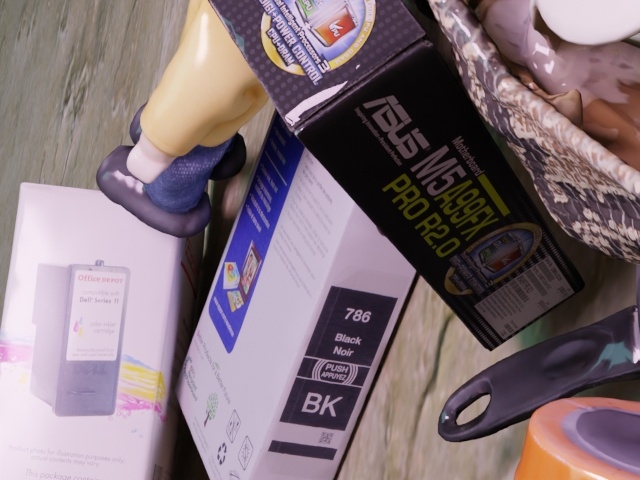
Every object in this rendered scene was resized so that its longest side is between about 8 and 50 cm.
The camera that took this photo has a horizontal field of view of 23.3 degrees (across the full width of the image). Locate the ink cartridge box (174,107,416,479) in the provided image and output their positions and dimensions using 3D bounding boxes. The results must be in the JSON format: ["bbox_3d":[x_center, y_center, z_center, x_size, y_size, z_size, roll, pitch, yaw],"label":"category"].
[{"bbox_3d":[0.000,0.000,0.961,0.165,0.065,0.333,-121,47,-58],"label":"ink cartridge box"}]

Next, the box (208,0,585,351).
[{"bbox_3d":[0.011,-0.086,0.682,0.060,0.270,0.216,-34,61,6],"label":"box"}]

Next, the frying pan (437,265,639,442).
[{"bbox_3d":[0.158,0.045,0.600,0.326,0.053,0.197,-60,30,36],"label":"frying pan"}]

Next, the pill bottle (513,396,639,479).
[{"bbox_3d":[0.093,0.183,0.553,0.130,0.130,0.246,-138,55,-63],"label":"pill bottle"}]

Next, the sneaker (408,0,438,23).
[{"bbox_3d":[0.062,-0.209,0.850,0.297,0.129,0.111,45,164,49],"label":"sneaker"}]

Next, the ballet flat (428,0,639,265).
[{"bbox_3d":[0.168,-0.021,0.364,0.164,0.182,0.483,-57,33,-1],"label":"ballet flat"}]

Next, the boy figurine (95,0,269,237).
[{"bbox_3d":[-0.063,-0.111,0.907,0.177,0.092,0.285,-61,-2,-33],"label":"boy figurine"}]

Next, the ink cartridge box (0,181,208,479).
[{"bbox_3d":[-0.160,0.085,1.126,0.207,0.119,0.354,94,-178,-78],"label":"ink cartridge box"}]
